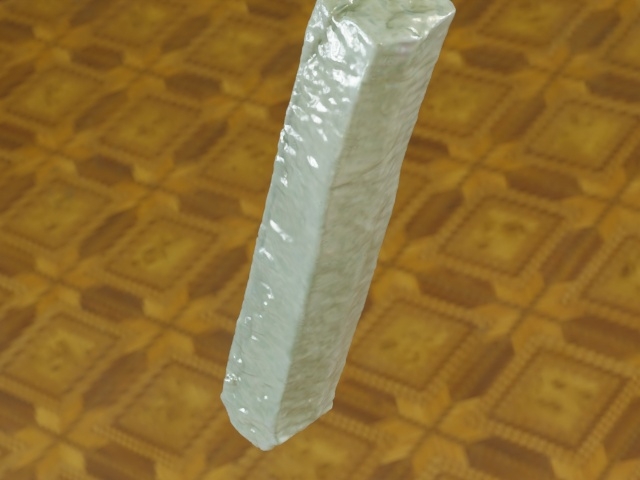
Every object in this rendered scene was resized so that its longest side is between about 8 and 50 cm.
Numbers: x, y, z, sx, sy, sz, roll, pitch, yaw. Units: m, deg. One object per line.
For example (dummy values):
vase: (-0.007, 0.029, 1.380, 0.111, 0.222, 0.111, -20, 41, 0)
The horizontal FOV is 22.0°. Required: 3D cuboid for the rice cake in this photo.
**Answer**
rice cake: (0.000, 0.000, 0.629, 0.045, 0.245, 0.042, -33, 64, -33)
